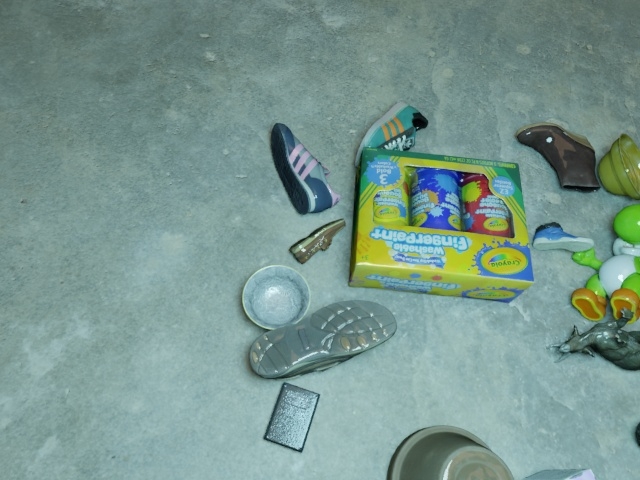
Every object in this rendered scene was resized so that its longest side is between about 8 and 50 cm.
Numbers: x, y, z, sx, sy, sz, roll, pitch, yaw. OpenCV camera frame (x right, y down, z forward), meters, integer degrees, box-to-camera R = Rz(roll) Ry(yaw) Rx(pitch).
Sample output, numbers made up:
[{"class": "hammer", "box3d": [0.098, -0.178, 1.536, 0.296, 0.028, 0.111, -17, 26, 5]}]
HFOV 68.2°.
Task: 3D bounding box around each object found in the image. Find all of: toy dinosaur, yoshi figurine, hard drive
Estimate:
[{"class": "toy dinosaur", "box3d": [0.756, 0.264, 1.179, 0.314, 0.160, 0.120, 17, 57, 0]}, {"class": "yoshi figurine", "box3d": [0.817, 0.037, 1.272, 0.204, 0.203, 0.362, 33, 62, 20]}, {"class": "hard drive", "box3d": [-0.065, 0.413, 1.108, 0.094, 0.022, 0.135, 18, 63, 5]}]

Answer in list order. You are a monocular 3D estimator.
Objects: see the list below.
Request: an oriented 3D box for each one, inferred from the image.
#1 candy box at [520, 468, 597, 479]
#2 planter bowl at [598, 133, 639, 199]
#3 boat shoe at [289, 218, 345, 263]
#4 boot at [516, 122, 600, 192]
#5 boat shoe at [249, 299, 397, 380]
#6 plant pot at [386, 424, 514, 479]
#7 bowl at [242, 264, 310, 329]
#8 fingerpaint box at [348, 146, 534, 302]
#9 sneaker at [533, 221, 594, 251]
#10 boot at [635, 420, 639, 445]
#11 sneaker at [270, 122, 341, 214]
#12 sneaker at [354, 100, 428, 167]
[{"class": "candy box", "box3d": [0.521, 0.567, 0.972, 0.070, 0.196, 0.164, -17, 66, -12]}, {"class": "planter bowl", "box3d": [0.912, -0.206, 1.435, 0.217, 0.090, 0.217, 16, 64, -36]}, {"class": "boat shoe", "box3d": [0.000, 0.000, 1.309, 0.178, 0.064, 0.060, -34, 100, -17]}, {"class": "boot", "box3d": [0.740, -0.257, 1.469, 0.249, 0.090, 0.206, 8, 61, -4]}, {"class": "boat shoe", "box3d": [0.007, 0.243, 1.143, 0.356, 0.130, 0.132, -14, 61, -4]}, {"class": "plant pot", "box3d": [0.281, 0.509, 0.969, 0.263, 0.229, 0.262, 1, 63, -2]}, {"class": "bowl", "box3d": [-0.110, 0.156, 1.204, 0.170, 0.080, 0.170, 2, 62, -3]}, {"class": "fingerpaint box", "box3d": [0.315, -0.047, 1.291, 0.445, 0.163, 0.370, 7, 63, 0]}, {"class": "sneaker", "box3d": [0.687, -0.016, 1.337, 0.152, 0.058, 0.084, -2, 53, 36]}, {"class": "boot", "box3d": [0.929, 0.493, 1.072, 0.260, 0.131, 0.348, -32, 59, -26]}, {"class": "sneaker", "box3d": [-0.049, -0.216, 1.400, 0.131, 0.112, 0.318, -11, 66, -28]}, {"class": "sneaker", "box3d": [0.224, -0.314, 1.453, 0.121, 0.108, 0.302, 33, 64, 17]}]
